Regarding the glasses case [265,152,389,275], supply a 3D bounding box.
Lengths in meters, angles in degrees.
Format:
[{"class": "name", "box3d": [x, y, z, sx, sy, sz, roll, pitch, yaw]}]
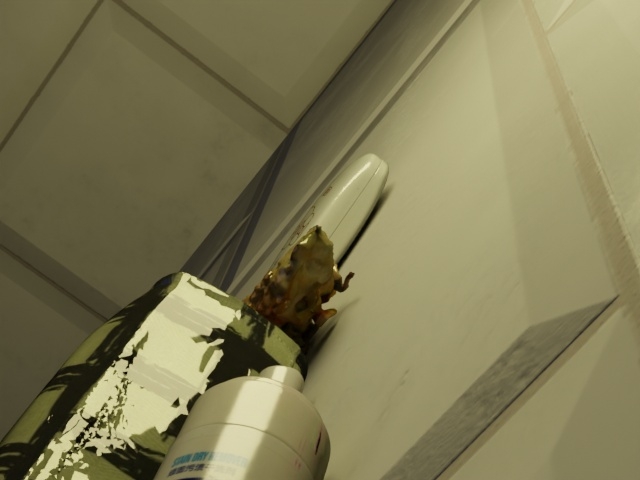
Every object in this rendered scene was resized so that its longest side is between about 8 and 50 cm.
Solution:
[{"class": "glasses case", "box3d": [0.000, 0.000, 1.066, 0.193, 0.049, 0.074, -54, 8, -13]}]

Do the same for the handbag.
[{"class": "handbag", "box3d": [-0.175, 0.228, 0.772, 0.327, 0.163, 0.325, -56, 2, 37]}]

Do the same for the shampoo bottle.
[{"class": "shampoo bottle", "box3d": [-0.057, 0.162, 0.584, 0.092, 0.092, 0.303, -48, 11, 30]}]

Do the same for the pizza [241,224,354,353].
[{"class": "pizza", "box3d": [-0.040, 0.079, 0.938, 0.226, 0.069, 0.147, -47, -12, 16]}]
